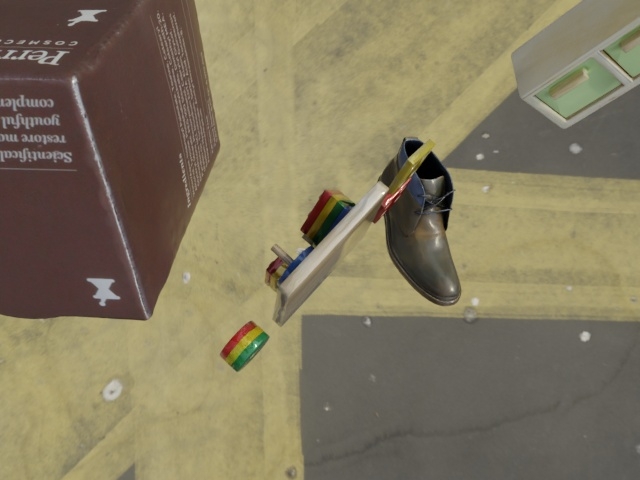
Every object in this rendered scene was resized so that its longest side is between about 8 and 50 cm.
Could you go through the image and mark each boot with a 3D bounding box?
[{"bbox_3d":[0.130,-0.028,0.834,0.082,0.106,0.219,-10,56,-20],"label":"boot"}]

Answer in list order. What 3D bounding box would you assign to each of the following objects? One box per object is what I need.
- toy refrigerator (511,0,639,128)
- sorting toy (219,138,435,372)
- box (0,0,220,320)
[{"bbox_3d":[0.381,-0.255,0.803,0.102,0.269,0.094,24,51,-33],"label":"toy refrigerator"},{"bbox_3d":[0.000,0.000,0.611,0.046,0.132,0.274,41,72,8],"label":"sorting toy"},{"bbox_3d":[-0.177,-0.078,0.432,0.168,0.203,0.167,2,130,6],"label":"box"}]
